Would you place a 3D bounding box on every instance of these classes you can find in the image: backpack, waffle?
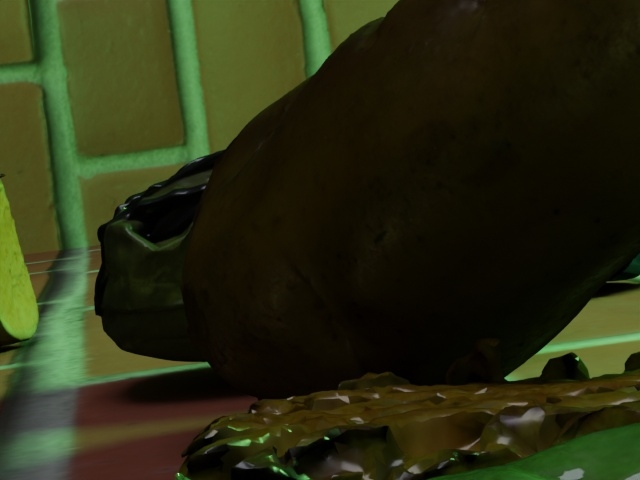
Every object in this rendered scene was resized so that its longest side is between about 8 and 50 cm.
[{"bbox_3d":[0.000,0.000,1.021,0.253,0.140,0.207,-8,1,1],"label":"backpack"},{"bbox_3d":[0.063,0.063,0.588,0.229,0.051,0.231,-10,3,-5],"label":"waffle"}]

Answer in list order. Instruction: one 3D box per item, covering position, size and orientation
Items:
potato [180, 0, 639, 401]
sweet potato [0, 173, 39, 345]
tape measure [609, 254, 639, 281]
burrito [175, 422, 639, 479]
[{"bbox_3d":[0.082,-0.043,0.749,0.195,0.176,0.369,2,-27,-39],"label":"potato"},{"bbox_3d":[-0.379,0.036,1.341,0.337,0.131,0.131,-8,3,-4],"label":"sweet potato"},{"bbox_3d":[0.163,-0.003,1.273,0.146,0.081,0.125,-4,-6,41],"label":"tape measure"},{"bbox_3d":[-0.024,0.081,0.423,0.288,0.054,0.104,-8,1,-1],"label":"burrito"}]
